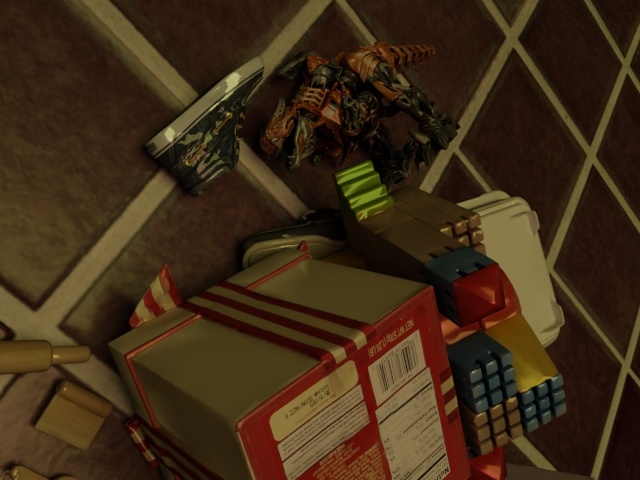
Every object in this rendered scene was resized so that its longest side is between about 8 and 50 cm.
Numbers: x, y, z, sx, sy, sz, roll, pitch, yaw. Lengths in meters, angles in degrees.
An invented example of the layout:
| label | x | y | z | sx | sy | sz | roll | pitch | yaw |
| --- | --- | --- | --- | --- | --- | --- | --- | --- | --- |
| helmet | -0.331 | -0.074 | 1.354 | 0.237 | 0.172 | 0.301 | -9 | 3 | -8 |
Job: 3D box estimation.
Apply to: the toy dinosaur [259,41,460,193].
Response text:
| label | x | y | z | sx | sy | sz | roll | pitch | yaw |
| --- | --- | --- | --- | --- | --- | --- | --- | --- | --- |
| toy dinosaur | 0.066 | -0.183 | 0.814 | 0.322 | 0.164 | 0.218 | -43 | 92 | -12 |

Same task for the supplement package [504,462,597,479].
| label | x | y | z | sx | sy | sz | roll | pitch | yaw |
| --- | --- | --- | --- | --- | --- | --- | --- | --- | --- |
| supplement package | 0.315 | 0.441 | 0.855 | 0.203 | 0.194 | 0.149 | 54 | 55 | -16 |

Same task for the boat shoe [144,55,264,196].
| label | x | y | z | sx | sy | sz | roll | pitch | yaw |
| --- | --- | --- | --- | --- | --- | --- | --- | --- | --- |
| boat shoe | -0.114 | -0.134 | 0.717 | 0.183 | 0.065 | 0.083 | -49 | 112 | -25 |

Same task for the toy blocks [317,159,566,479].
| label | x | y | z | sx | sy | sz | roll | pitch | yaw |
| --- | --- | --- | --- | --- | --- | --- | --- | --- | --- |
| toy blocks | 0.146 | 0.114 | 0.674 | 0.190 | 0.261 | 0.382 | -22 | 114 | -14 |

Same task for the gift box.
| label | x | y | z | sx | sy | sz | roll | pitch | yaw |
| --- | --- | --- | --- | --- | --- | --- | --- | --- | --- |
| gift box | -0.032 | 0.140 | 0.601 | 0.255 | 0.258 | 0.277 | -24 | 110 | -36 |

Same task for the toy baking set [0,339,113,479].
| label | x | y | z | sx | sy | sz | roll | pitch | yaw |
| --- | --- | --- | --- | --- | --- | --- | --- | --- | --- |
| toy baking set | -0.296 | 0.180 | 0.518 | 0.256 | 0.030 | 0.197 | 13 | 76 | -45 |

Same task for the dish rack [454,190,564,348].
| label | x | y | z | sx | sy | sz | roll | pitch | yaw |
| --- | --- | --- | --- | --- | --- | --- | --- | --- | --- |
| dish rack | 0.264 | 0.077 | 0.961 | 0.332 | 0.072 | 0.286 | -17 | 93 | -37 |

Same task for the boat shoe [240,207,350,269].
| label | x | y | z | sx | sy | sz | roll | pitch | yaw |
| --- | --- | --- | --- | --- | --- | --- | --- | --- | --- |
| boat shoe | 0.000 | 0.000 | 0.783 | 0.233 | 0.084 | 0.079 | -8 | 49 | -31 |
